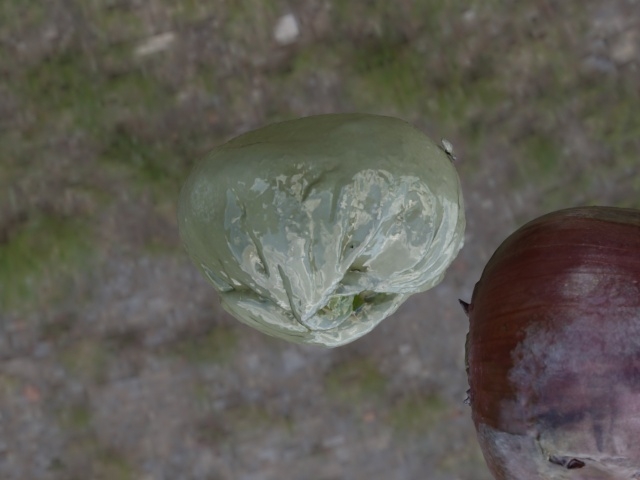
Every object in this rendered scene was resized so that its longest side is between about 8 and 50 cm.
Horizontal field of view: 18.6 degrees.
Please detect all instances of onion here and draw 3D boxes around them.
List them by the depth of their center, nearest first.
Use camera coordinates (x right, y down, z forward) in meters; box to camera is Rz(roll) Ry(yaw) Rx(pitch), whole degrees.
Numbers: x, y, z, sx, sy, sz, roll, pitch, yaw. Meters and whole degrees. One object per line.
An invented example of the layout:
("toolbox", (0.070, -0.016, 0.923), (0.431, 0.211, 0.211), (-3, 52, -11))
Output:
("onion", (0.164, 0.055, 0.924), (0.195, 0.159, 0.159), (-8, 145, 19))

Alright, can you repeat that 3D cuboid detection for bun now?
("bun", (0.000, 0.000, 1.649), (0.259, 0.160, 0.259), (-1, 149, -1))
